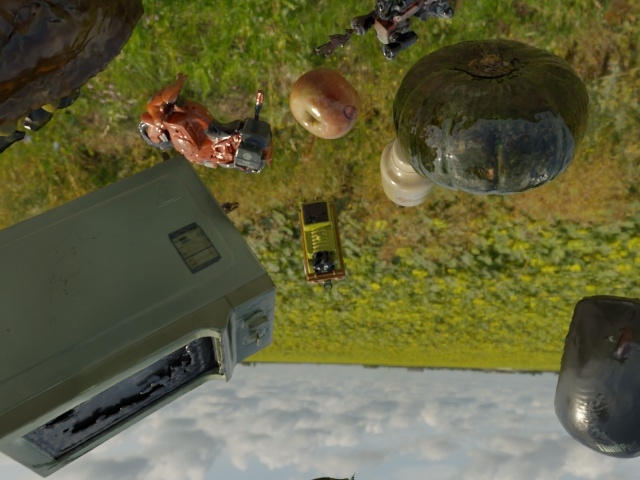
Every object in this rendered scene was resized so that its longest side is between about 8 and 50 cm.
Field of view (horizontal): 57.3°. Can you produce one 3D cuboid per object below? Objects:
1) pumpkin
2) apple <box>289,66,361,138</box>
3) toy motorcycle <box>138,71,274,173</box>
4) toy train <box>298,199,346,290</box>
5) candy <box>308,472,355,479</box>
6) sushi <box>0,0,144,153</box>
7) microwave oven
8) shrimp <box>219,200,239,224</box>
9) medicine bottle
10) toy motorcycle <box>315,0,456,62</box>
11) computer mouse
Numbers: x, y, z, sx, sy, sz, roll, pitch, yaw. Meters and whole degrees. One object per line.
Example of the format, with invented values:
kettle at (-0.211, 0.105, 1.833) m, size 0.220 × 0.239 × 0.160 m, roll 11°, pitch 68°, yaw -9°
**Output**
pumpkin at (0.192, -0.141, 0.678) m, size 0.224 × 0.223 × 0.157 m, roll -2°, pitch 126°, yaw 13°
apple at (0.020, -0.390, 1.672) m, size 0.209 × 0.164 × 0.209 m, roll 34°, pitch 160°, yaw 14°
toy motorcycle at (-0.260, -0.262, 1.345) m, size 0.326 × 0.147 × 0.221 m, roll 15°, pitch 141°, yaw -3°
toy train at (0.000, 0.000, 1.285) m, size 0.089 × 0.219 × 0.127 m, roll -8°, pitch 159°, yaw 3°
candy at (-0.033, 0.487, 1.091) m, size 0.203 × 0.078 × 0.141 m, roll -9°, pitch 161°, yaw 8°
sushi at (-0.285, -0.161, 0.462) m, size 0.167 × 0.296 × 0.179 m, roll 50°, pitch 153°, yaw -20°
microwave oven at (-0.274, 0.096, 0.792) m, size 0.355 × 0.286 × 0.218 m, roll -29°, pitch 154°, yaw -21°
shrimp at (-0.225, -0.037, 1.257) m, size 0.163 × 0.045 × 0.095 m, roll -21°, pitch 126°, yaw 26°
medicine bottle at (0.168, -0.139, 1.091) m, size 0.114 × 0.114 × 0.252 m, roll 0°, pitch 172°, yaw 7°
toy motorcycle at (0.178, -0.474, 1.182) m, size 0.401 × 0.134 × 0.207 m, roll -39°, pitch 165°, yaw -4°
computer mouse at (0.461, 0.221, 0.913) m, size 0.170 × 0.269 × 0.100 m, roll 13°, pitch -167°, yaw 24°
